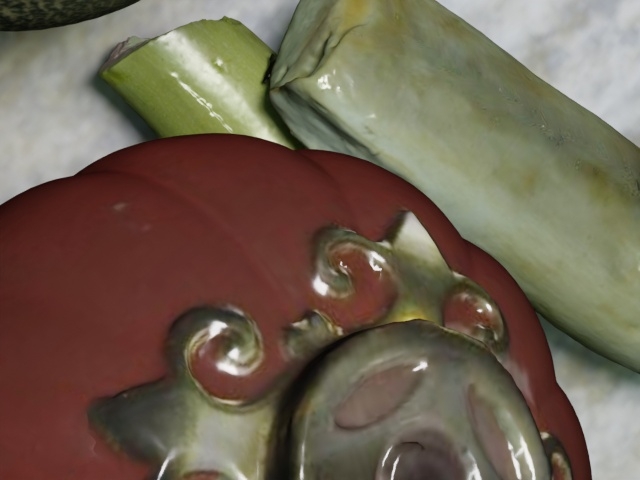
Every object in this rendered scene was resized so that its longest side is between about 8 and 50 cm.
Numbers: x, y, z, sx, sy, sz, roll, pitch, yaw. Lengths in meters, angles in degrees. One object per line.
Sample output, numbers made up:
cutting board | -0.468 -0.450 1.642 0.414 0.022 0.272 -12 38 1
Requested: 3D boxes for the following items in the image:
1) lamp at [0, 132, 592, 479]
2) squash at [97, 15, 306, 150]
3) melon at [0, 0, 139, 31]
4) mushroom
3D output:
lamp | -0.034 0.110 0.743 0.303 0.257 0.303 9 73 -32
squash | 0.000 0.000 0.893 0.083 0.083 0.250 -36 101 -5
melon | -0.099 -0.234 0.759 0.248 0.248 0.329 36 80 -13
mushroom | 0.111 -0.014 0.895 0.312 0.081 0.100 31 47 -22
